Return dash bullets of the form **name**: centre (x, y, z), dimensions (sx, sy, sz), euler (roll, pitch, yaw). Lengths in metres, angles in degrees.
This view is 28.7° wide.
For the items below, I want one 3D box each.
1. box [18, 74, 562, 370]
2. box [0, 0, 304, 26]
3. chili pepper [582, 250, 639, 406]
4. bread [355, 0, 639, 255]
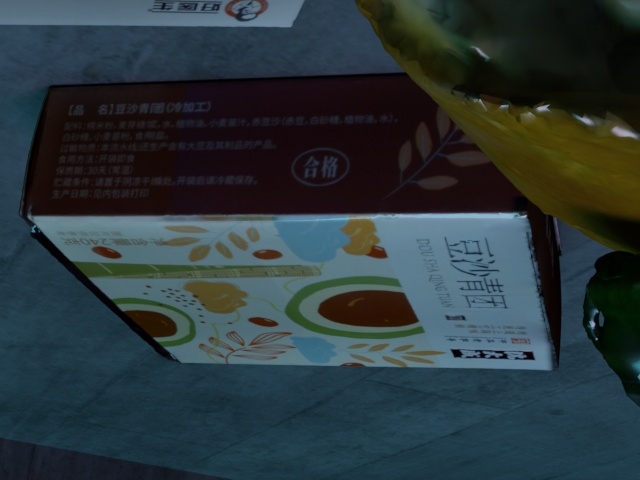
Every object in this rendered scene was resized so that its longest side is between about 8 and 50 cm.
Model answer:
- **box**: centre (0.000, 0.000, 1.061), dimensions (0.385, 0.122, 0.344), euler (0, 156, 14)
- **box**: centre (-0.160, -0.184, 0.629), dimensions (0.353, 0.069, 0.214), euler (-1, 161, -16)
- **chili pepper**: centre (0.196, 0.035, 0.501), dimensions (0.108, 0.062, 0.216), euler (17, 163, -27)
- **bread**: centre (0.214, -0.105, 0.539), dimensions (0.361, 0.250, 0.394), euler (4, 161, 30)
